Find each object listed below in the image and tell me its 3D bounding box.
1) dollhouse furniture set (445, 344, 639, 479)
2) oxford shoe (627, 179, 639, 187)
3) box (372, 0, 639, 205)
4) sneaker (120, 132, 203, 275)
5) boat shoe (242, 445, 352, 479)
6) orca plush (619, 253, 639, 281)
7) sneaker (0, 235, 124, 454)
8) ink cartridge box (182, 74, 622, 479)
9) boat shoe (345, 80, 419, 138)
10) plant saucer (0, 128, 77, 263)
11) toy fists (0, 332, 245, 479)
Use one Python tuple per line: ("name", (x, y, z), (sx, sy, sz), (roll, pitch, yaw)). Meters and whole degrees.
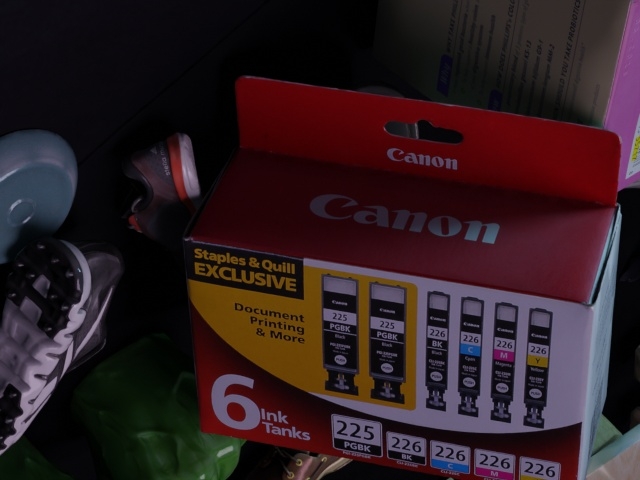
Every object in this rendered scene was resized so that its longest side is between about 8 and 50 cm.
("dollhouse furniture set", (0.369, 0.365, 2.205), (0.362, 0.256, 0.394), (-32, 146, -17))
("oxford shoe", (0.305, -0.115, 1.782), (0.130, 0.169, 0.449), (-16, 172, 31))
("box", (0.170, -0.186, 1.431), (0.117, 0.243, 0.213), (-29, 143, -32))
("sneaker", (-0.123, -0.025, 1.458), (0.065, 0.061, 0.158), (-11, 141, -3))
("boat shoe", (-0.030, 0.214, 1.794), (0.178, 0.064, 0.060), (-40, 142, -23))
("orca plush", (0.470, 0.042, 2.140), (0.151, 0.102, 0.287), (-54, 146, 10))
("sneaker", (-0.216, 0.086, 1.428), (0.106, 0.078, 0.234), (-19, 147, -58))
("ink cartridge box", (0.062, 0.036, 1.423), (0.130, 0.309, 0.272), (-65, 159, -48))
("boat shoe", (0.000, 0.000, 1.594), (0.112, 0.095, 0.335), (10, 120, -11))
("plant saucer", (-0.221, -0.025, 1.359), (0.119, 0.021, 0.119), (-29, 142, -25))
("toy fists", (-0.181, 0.201, 1.530), (0.279, 0.142, 0.096), (-33, 145, -20))
